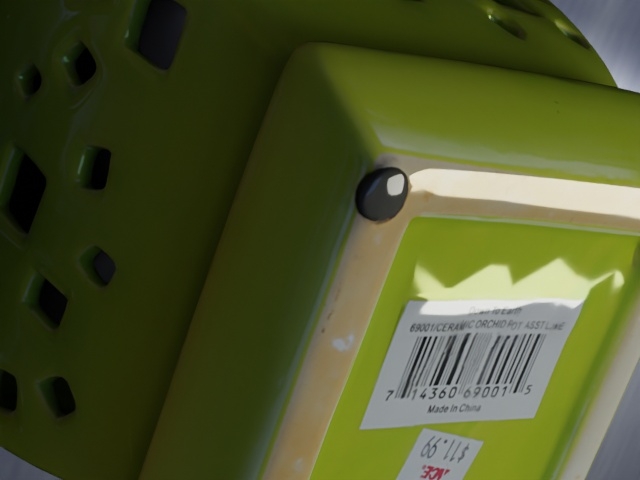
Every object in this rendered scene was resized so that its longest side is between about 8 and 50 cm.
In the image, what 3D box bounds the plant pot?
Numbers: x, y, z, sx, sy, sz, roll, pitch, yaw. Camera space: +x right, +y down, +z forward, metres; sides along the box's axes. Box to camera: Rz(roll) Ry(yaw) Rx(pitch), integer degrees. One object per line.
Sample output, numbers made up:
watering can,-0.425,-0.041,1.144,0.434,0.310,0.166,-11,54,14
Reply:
plant pot,0.000,0.000,0.570,0.228,0.207,0.227,4,115,-39
